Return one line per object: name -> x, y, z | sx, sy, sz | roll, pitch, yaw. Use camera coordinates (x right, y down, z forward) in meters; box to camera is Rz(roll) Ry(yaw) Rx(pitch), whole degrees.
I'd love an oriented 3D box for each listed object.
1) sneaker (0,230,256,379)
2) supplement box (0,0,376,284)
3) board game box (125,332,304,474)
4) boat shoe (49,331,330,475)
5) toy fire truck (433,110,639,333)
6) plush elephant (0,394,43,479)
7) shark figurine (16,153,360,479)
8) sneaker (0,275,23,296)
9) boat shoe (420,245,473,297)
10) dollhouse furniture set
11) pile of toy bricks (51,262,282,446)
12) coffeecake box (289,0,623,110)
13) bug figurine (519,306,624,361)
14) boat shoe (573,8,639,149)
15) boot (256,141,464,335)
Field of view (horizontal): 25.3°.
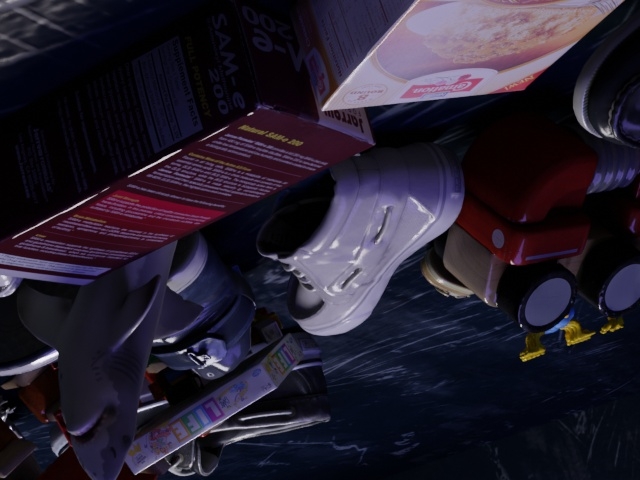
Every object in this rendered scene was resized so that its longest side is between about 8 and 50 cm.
sneaker -> -0.161, 0.074, 1.146 | 0.226, 0.086, 0.163 | -21, 148, 14
supplement box -> -0.103, -0.051, 0.861 | 0.239, 0.073, 0.130 | -24, 162, 26
board game box -> -0.093, 0.141, 1.248 | 0.154, 0.026, 0.103 | -33, -178, 17
boat shoe -> -0.148, 0.206, 1.596 | 0.335, 0.119, 0.121 | -21, 164, 15
toy fire truck -> 0.225, -0.062, 1.081 | 0.217, 0.158, 0.246 | -8, 122, -30
plush elephant -> -0.363, 0.313, 1.476 | 0.330, 0.272, 0.255 | -43, 132, 8
shark figurine -> -0.103, 0.021, 1.006 | 0.116, 0.166, 0.278 | 26, 98, -47
sneaker -> -0.224, 0.006, 1.014 | 0.044, 0.040, 0.109 | 15, 145, -32
boat shoe -> 0.134, 0.034, 1.422 | 0.048, 0.056, 0.153 | -30, 167, 25
dollhouse furniture set -> -0.193, 0.208, 1.365 | 0.259, 0.262, 0.135 | -44, -172, -27
pile of toy bricks -> -0.152, 0.084, 1.259 | 0.212, 0.118, 0.105 | -29, -164, -16
coffeecake box -> 0.087, -0.143, 0.751 | 0.142, 0.068, 0.185 | -9, 163, -27
bug figurine -> 0.348, 0.074, 1.735 | 0.279, 0.072, 0.216 | -17, 171, -14
boat shoe -> 0.340, -0.118, 0.933 | 0.340, 0.113, 0.127 | -14, 134, -11
boot -> 0.000, 0.000, 1.136 | 0.123, 0.095, 0.258 | 0, 150, -29
